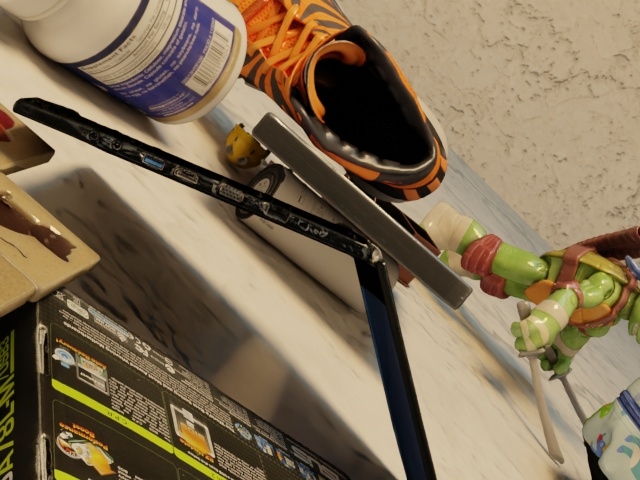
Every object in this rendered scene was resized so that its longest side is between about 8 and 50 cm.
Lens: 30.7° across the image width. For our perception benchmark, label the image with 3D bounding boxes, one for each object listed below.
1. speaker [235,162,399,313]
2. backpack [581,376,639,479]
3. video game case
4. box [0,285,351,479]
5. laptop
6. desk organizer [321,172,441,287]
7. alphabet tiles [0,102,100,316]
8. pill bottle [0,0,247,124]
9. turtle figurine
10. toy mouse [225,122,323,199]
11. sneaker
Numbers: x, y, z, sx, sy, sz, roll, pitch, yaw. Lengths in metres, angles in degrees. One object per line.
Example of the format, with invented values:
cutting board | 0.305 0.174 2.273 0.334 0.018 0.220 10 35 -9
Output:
speaker | 0.000 0.000 0.920 0.136 0.055 0.055 39 14 -27
backpack | 0.386 0.246 1.024 0.355 0.273 0.290 31 21 -16
video game case | 0.028 -0.030 0.964 0.196 0.026 0.274 41 4 -3
box | -0.042 0.117 0.435 0.191 0.045 0.184 38 16 -29
laptop | -0.035 0.047 0.610 0.264 0.136 0.234 23 -1 -1
desk organizer | 0.058 -0.011 1.154 0.130 0.050 0.047 36 16 -38
alphabet tiles | -0.241 -0.084 0.408 0.342 0.011 0.285 40 16 2
pill bottle | -0.149 -0.167 0.839 0.187 0.112 0.112 30 20 -52
turtle figurine | 0.210 0.092 1.211 0.266 0.274 0.198 30 26 30
toy mouse | -0.028 -0.041 0.993 0.143 0.031 0.161 43 3 -6
sneaker | -0.012 -0.165 0.981 0.321 0.124 0.180 41 2 7
